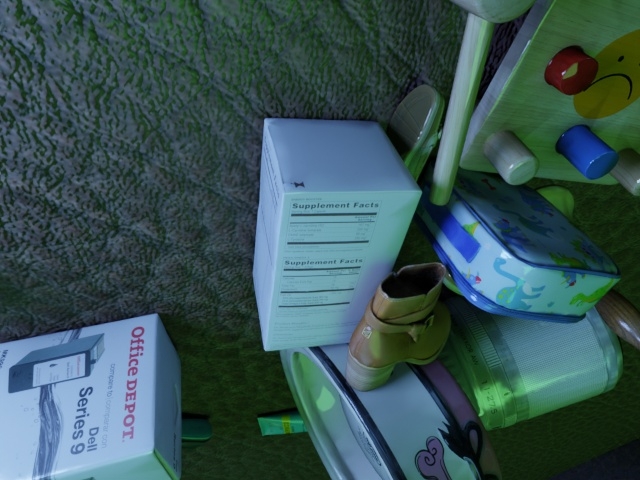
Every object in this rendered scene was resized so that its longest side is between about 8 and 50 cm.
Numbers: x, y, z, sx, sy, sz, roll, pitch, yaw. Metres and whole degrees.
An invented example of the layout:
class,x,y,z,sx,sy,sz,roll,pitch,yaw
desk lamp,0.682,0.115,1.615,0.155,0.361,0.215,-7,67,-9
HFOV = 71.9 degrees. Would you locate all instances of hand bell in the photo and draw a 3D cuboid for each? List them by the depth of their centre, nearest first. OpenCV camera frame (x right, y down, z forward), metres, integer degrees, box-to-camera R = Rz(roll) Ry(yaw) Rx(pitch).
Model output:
class,x,y,z,sx,sy,sz,roll,pitch,yaw
hand bell,0.360,0.047,0.606,0.126,0.241,0.126,-9,136,-9

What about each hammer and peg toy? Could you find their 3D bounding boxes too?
class,x,y,z,sx,sy,sz,roll,pitch,yaw
hammer and peg toy,0.245,-0.168,0.440,0.362,0.127,0.265,1,135,-19

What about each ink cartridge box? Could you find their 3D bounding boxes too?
class,x,y,z,sx,sy,sz,roll,pitch,yaw
ink cartridge box,-0.344,0.233,0.581,0.290,0.211,0.121,-11,134,-10

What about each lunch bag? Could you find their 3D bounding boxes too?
class,x,y,z,sx,sy,sz,roll,pitch,yaw
lunch bag,0.210,-0.007,0.521,0.176,0.218,0.090,8,125,-25

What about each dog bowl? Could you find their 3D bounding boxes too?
class,x,y,z,sx,sy,sz,roll,pitch,yaw
dog bowl,0.094,0.290,0.671,0.151,0.408,0.407,-23,139,-20

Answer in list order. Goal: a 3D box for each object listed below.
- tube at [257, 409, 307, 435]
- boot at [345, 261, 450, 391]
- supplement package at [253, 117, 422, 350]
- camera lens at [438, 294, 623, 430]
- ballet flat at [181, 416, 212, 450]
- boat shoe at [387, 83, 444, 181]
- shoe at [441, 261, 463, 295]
class,x,y,z,sx,sy,sz,roll,pitch,yaw
tube,-0.028,0.391,0.963,0.207,0.052,0.080,-6,126,-4
boot,0.115,0.082,0.516,0.197,0.073,0.152,-27,141,-41
supplement package,0.000,0.000,0.514,0.134,0.138,0.243,-2,135,-15
camera lens,0.319,0.178,0.739,0.275,0.219,0.219,-20,136,2
ballet flat,-0.298,0.357,0.820,0.074,0.074,0.203,-39,135,20
boat shoe,0.107,-0.107,0.508,0.048,0.056,0.152,-8,137,-24
shoe,0.228,0.063,0.592,0.219,0.076,0.058,9,124,-38
